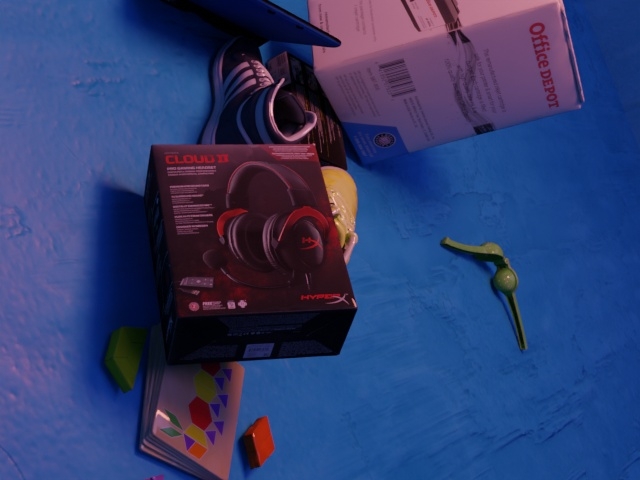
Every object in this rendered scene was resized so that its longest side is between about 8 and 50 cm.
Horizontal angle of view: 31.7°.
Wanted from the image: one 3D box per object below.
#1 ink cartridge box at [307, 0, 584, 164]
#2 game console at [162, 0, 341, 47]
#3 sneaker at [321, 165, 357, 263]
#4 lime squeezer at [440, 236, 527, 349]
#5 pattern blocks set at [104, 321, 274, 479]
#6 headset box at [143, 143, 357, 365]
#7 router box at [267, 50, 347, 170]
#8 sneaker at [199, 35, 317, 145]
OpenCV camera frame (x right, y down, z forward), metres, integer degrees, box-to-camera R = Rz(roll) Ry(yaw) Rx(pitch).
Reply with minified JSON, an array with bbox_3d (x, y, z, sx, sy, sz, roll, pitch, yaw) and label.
[{"bbox_3d":[0.210,-0.307,1.863,0.285,0.394,0.166,57,23,-56],"label":"ink cartridge box"},{"bbox_3d":[-0.131,-0.405,1.685,0.293,0.173,0.250,17,56,-53],"label":"game console"},{"bbox_3d":[0.000,0.000,1.645,0.145,0.147,0.385,54,32,-17],"label":"sneaker"},{"bbox_3d":[0.347,0.074,2.221,0.310,0.058,0.110,52,34,-25],"label":"lime squeezer"},{"bbox_3d":[-0.157,0.201,1.384,0.285,0.026,0.325,48,36,-29],"label":"pattern blocks set"},{"bbox_3d":[-0.097,-0.001,1.395,0.218,0.110,0.293,-1,52,-16],"label":"headset box"},{"bbox_3d":[-0.021,-0.203,1.844,0.133,0.046,0.179,22,53,-50],"label":"router box"},{"bbox_3d":[-0.083,-0.217,1.652,0.099,0.153,0.282,42,38,-35],"label":"sneaker"}]
